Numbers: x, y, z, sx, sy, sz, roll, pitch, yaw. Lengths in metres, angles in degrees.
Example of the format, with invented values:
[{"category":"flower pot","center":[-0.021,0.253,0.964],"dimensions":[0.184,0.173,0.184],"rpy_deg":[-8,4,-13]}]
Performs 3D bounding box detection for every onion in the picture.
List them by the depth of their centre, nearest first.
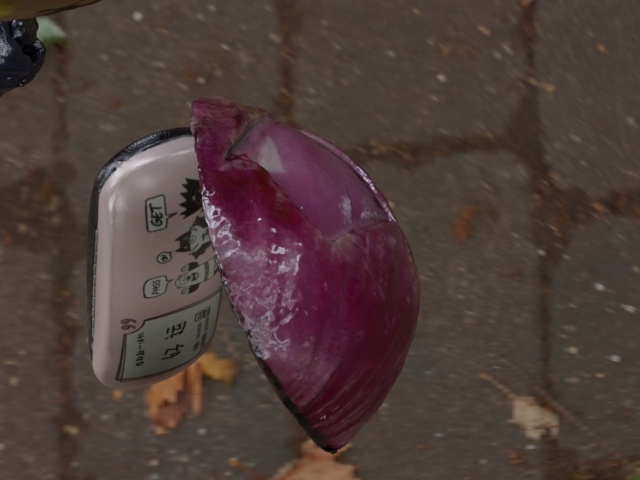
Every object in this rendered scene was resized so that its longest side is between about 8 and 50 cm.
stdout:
[{"category":"onion","center":[0.000,0.000,1.367],"dimensions":[0.111,0.247,0.250],"rpy_deg":[-18,49,11]}]

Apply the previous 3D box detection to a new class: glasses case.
[{"category":"glasses case","center":[-0.143,0.022,1.718],"dimensions":[0.122,0.314,0.075],"rpy_deg":[-17,54,-22]}]

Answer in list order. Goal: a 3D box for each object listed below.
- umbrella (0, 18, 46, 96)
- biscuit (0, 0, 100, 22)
[{"category":"umbrella","center":[-0.252,-0.069,1.011],"dimensions":[0.248,0.071,0.071],"rpy_deg":[-21,79,19]},{"category":"biscuit","center":[-0.138,-0.162,0.602],"dimensions":[0.350,0.394,0.070],"rpy_deg":[-23,68,32]}]
